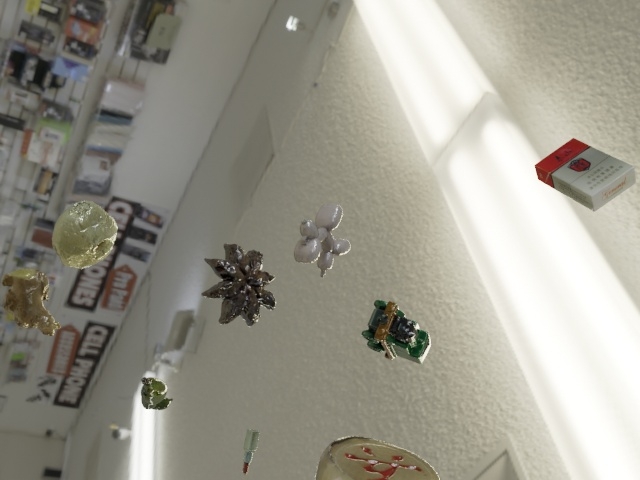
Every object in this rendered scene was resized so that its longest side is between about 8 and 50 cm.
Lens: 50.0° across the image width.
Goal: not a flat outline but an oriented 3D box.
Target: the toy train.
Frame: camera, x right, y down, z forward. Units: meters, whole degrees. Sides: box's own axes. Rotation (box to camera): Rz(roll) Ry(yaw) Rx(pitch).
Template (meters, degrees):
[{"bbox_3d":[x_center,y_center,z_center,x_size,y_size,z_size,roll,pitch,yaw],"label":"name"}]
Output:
[{"bbox_3d":[0.172,0.207,1.516,0.091,0.136,0.228,-65,161,-17],"label":"toy train"}]

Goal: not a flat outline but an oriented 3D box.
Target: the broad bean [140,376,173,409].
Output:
[{"bbox_3d":[-0.380,0.351,1.567,0.214,0.070,0.048,99,-23,-65],"label":"broad bean"}]

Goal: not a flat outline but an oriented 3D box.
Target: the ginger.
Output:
[{"bbox_3d":[-0.855,0.188,2.016,0.074,0.137,0.214,-172,-111,-75],"label":"ginger"}]

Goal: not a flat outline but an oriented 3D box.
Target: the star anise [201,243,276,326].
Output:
[{"bbox_3d":[-0.203,0.117,1.878,0.108,0.235,0.223,-18,-113,41],"label":"star anise"}]

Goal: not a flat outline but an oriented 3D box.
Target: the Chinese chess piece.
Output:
[{"bbox_3d":[0.111,0.479,1.337,0.249,0.249,0.103,35,-69,65],"label":"Chinese chess piece"}]

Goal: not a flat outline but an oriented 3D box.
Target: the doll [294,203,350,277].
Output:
[{"bbox_3d":[0.000,0.000,1.475,0.059,0.161,0.160,8,-140,29],"label":"doll"}]

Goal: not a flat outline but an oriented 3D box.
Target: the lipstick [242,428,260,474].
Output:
[{"bbox_3d":[-0.211,0.624,2.023,0.030,0.030,0.129,3,-102,45],"label":"lipstick"}]

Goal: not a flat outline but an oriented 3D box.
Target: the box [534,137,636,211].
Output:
[{"bbox_3d":[0.484,-0.123,1.264,0.100,0.048,0.152,-32,-140,-9],"label":"box"}]

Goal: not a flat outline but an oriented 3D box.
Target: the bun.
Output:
[{"bbox_3d":[-0.731,-0.009,2.155,0.134,0.220,0.221,22,-83,25],"label":"bun"}]
